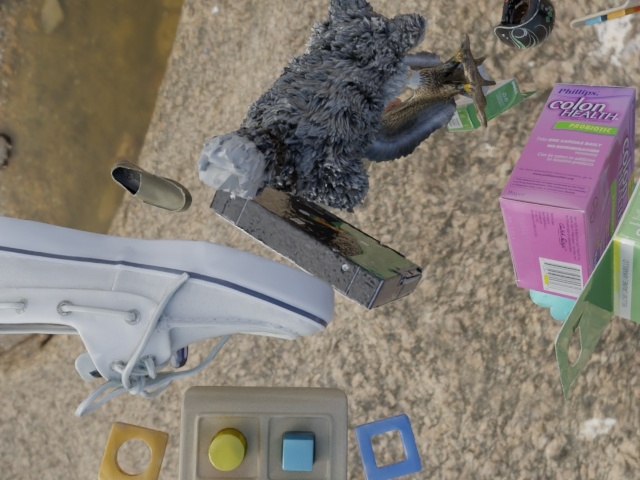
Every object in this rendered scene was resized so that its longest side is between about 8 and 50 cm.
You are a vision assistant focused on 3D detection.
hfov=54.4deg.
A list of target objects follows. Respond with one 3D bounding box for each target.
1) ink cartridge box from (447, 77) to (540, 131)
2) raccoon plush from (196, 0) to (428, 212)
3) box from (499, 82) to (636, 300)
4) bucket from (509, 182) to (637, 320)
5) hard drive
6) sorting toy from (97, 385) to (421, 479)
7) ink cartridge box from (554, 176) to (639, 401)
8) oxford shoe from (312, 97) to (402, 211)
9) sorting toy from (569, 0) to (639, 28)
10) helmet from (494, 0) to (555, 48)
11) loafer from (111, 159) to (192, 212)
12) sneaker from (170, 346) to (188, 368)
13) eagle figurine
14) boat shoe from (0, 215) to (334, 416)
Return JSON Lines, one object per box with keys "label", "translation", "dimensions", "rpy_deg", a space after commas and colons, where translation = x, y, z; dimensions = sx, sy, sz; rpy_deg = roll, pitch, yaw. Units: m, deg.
{"label": "ink cartridge box", "translation": [0.403, -0.334, 1.485], "dimensions": [0.062, 0.209, 0.109], "rpy_deg": [63, 164, -16]}
{"label": "raccoon plush", "translation": [0.022, -0.202, 0.836], "dimensions": [0.216, 0.446, 0.299], "rpy_deg": [25, 103, -3]}
{"label": "box", "translation": [0.379, -0.071, 0.934], "dimensions": [0.117, 0.243, 0.214], "rpy_deg": [13, 148, 34]}
{"label": "bucket", "translation": [0.540, 0.010, 1.237], "dimensions": [0.281, 0.281, 0.183], "rpy_deg": [60, 149, 9]}
{"label": "hard drive", "translation": [0.000, 0.000, 1.101], "dimensions": [0.338, 0.237, 0.064], "rpy_deg": [30, 105, 20]}
{"label": "sorting toy", "translation": [-0.062, 0.254, 0.654], "dimensions": [0.347, 0.047, 0.196], "rpy_deg": [1, 79, -2]}
{"label": "ink cartridge box", "translation": [0.315, 0.045, 0.626], "dimensions": [0.056, 0.171, 0.235], "rpy_deg": [20, 69, 34]}
{"label": "oxford shoe", "translation": [0.063, -0.201, 1.506], "dimensions": [0.140, 0.397, 0.147], "rpy_deg": [26, 152, 47]}
{"label": "sorting toy", "translation": [0.792, -0.599, 1.619], "dimensions": [0.208, 0.192, 0.038], "rpy_deg": [6, 114, 70]}
{"label": "helmet", "translation": [0.573, -0.620, 1.754], "dimensions": [0.169, 0.161, 0.170], "rpy_deg": [-8, 75, 33]}
{"label": "loafer", "translation": [-0.287, -0.086, 1.041], "dimensions": [0.147, 0.050, 0.056], "rpy_deg": [23, 105, 1]}
{"label": "sneaker", "translation": [-0.339, 0.159, 1.262], "dimensions": [0.083, 0.098, 0.224], "rpy_deg": [-12, 92, 52]}
{"label": "eagle figurine", "translation": [0.203, -0.323, 1.339], "dimensions": [0.298, 0.226, 0.225], "rpy_deg": [-15, 133, 40]}
{"label": "boat shoe", "translation": [-0.175, 0.080, 0.556], "dimensions": [0.366, 0.136, 0.157], "rpy_deg": [9, 71, 1]}
